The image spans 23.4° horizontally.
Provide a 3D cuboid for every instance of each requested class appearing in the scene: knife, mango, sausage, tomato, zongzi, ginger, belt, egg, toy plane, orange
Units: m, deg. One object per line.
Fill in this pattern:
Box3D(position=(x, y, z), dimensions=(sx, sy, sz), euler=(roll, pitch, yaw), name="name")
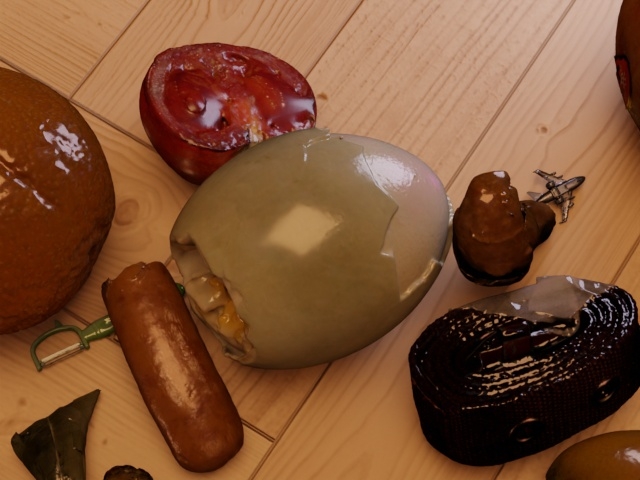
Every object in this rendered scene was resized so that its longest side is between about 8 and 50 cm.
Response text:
Box3D(position=(-0.272, 0.099, 1.965), dimensions=(0.212, 0.015, 0.054), euler=(-25, 68, -11), name="knife")
Box3D(position=(0.411, 0.336, 1.786), dimensions=(0.317, 0.173, 0.211), euler=(38, 51, 24), name="mango")
Box3D(position=(-0.179, 0.154, 1.889), dimensions=(0.109, 0.109, 0.270), euler=(-24, 77, -11), name="sausage")
Box3D(position=(-0.131, -0.149, 2.005), dimensions=(0.233, 0.139, 0.200), euler=(-5, 51, -28), name="tomato")
Box3D(position=(-0.283, 0.256, 1.857), dimensions=(0.130, 0.062, 0.154), euler=(-32, 50, -21), name="zongzi")
Box3D(position=(0.218, -0.004, 1.880), dimensions=(0.107, 0.309, 0.133), euler=(13, 87, 13), name="ginger")
Box3D(position=(0.253, 0.161, 1.875), dimensions=(0.289, 0.164, 0.184), euler=(-20, 43, -8), name="belt")
Box3D(position=(0.000, 0.000, 1.870), dimensions=(0.336, 0.278, 0.278), euler=(-29, 70, -14), name="egg")
Box3D(position=(0.316, -0.065, 2.037), dimensions=(0.083, 0.031, 0.078), euler=(-27, 85, -10), name="toy plane")
Box3D(position=(-0.430, -0.056, 1.873), dimensions=(0.357, 0.322, 0.322), euler=(24, 68, 16), name="orange")

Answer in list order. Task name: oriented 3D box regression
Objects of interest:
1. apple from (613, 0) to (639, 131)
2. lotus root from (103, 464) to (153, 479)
Box3D(position=(0.571, -0.251, 1.958), dimensions=(0.401, 0.333, 0.400), euler=(0, 68, 0), name="apple")
Box3D(position=(-0.183, 0.398, 1.763), dimensions=(0.173, 0.173, 0.309), euler=(-29, 66, -13), name="lotus root")
